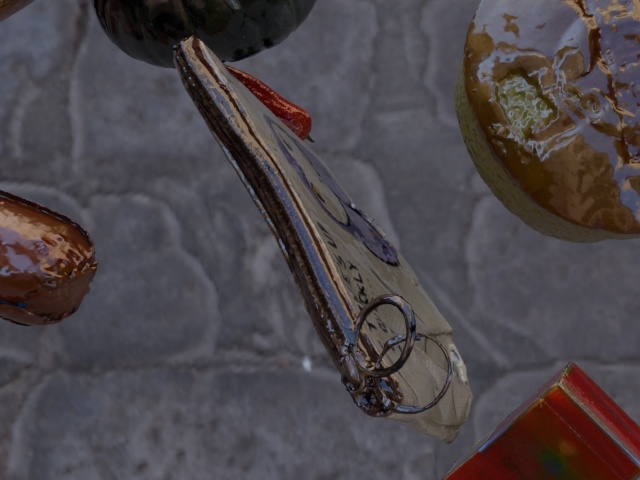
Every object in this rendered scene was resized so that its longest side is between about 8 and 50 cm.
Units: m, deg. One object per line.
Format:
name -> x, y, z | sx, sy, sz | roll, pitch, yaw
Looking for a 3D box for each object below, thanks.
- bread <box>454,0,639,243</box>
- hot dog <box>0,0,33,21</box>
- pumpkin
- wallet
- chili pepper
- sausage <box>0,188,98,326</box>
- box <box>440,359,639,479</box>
bread -> 0.249, -0.127, 1.275 | 0.270, 0.148, 0.269 | 1, 78, -5
hot dog -> -0.336, -0.302, 1.538 | 0.100, 0.135, 0.337 | 3, 33, 33
pumpkin -> -0.117, -0.285, 1.452 | 0.250, 0.216, 0.249 | -18, 54, 27
wallet -> 0.016, 0.011, 1.048 | 0.068, 0.275, 0.335 | -34, 64, 5
chili pepper -> -0.071, -0.154, 1.557 | 0.178, 0.027, 0.045 | 33, 56, -19
sausage -> -0.330, -0.011, 1.227 | 0.330, 0.102, 0.102 | 21, 56, 25
box -> 0.202, 0.202, 1.321 | 0.112, 0.175, 0.048 | 46, 34, 3
